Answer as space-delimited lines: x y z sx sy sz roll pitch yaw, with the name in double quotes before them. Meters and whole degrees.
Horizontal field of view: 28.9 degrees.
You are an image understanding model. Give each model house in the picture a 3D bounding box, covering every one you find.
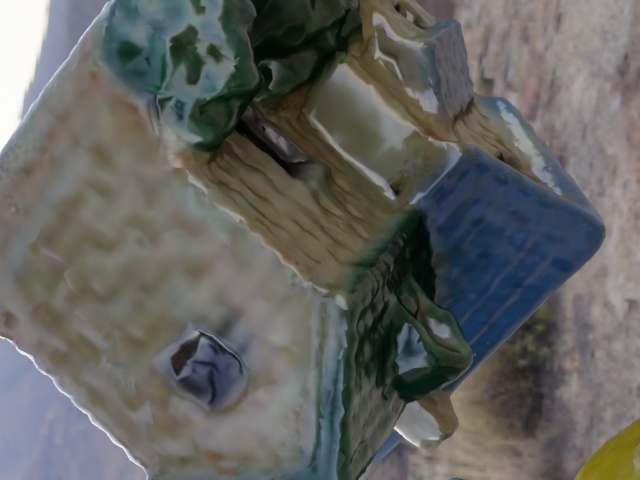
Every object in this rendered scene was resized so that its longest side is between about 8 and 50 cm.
"model house" 0.000 0.000 0.872 0.334 0.342 0.382 -48 -5 26

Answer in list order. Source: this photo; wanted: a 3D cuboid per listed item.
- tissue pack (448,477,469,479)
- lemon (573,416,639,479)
"tissue pack" 0.206 0.336 0.914 0.128 0.311 0.228 -49 33 -11
"lemon" 0.221 0.171 0.602 0.204 0.260 0.204 -175 90 -73
